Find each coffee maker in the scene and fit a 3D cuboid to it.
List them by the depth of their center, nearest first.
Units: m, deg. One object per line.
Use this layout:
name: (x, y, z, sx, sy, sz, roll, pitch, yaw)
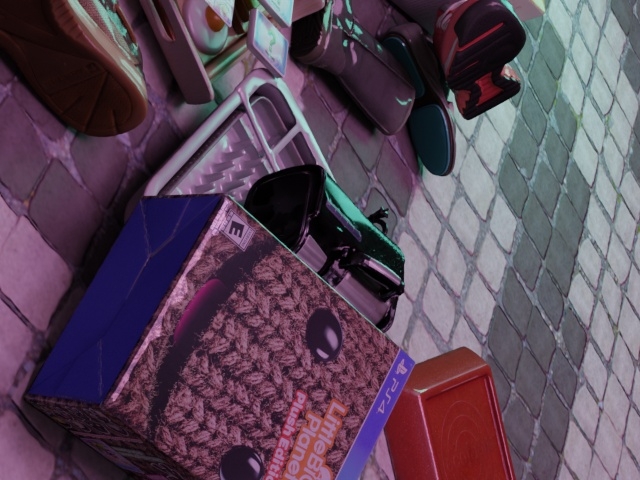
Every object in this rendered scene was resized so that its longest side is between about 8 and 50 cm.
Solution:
coffee maker: (0.000, 0.000, 1.677, 0.178, 0.120, 0.171, 46, 21, -40)

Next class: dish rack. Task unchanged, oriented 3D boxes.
dish rack: (-0.085, 0.000, 1.695, 0.286, 0.072, 0.333, 64, 35, -21)

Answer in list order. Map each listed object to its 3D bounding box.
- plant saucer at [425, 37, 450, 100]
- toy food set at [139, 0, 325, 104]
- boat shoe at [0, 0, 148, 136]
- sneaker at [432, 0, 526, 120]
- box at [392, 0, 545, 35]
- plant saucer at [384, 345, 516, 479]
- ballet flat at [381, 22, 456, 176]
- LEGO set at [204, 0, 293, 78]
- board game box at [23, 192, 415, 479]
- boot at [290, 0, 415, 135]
plant saucer: (0.151, -0.232, 2.184, 0.119, 0.021, 0.119, 25, 59, -51)
toy food set: (-0.105, -0.308, 1.754, 0.306, 0.092, 0.220, -47, 118, -52)
boat shoe: (-0.265, -0.251, 1.477, 0.342, 0.123, 0.123, 52, 31, -39)
sneaker: (0.188, -0.266, 2.077, 0.136, 0.116, 0.314, 60, -3, 16)
box: (0.151, -0.449, 2.124, 0.345, 0.168, 0.215, 31, 53, -48)
plant saucer: (0.178, 0.278, 2.022, 0.258, 0.047, 0.259, -12, 88, -58)
ballet flat: (0.148, -0.193, 2.113, 0.068, 0.072, 0.213, -32, 104, -44)
LEGO set: (-0.075, -0.312, 1.679, 0.244, 0.060, 0.183, 43, 46, -53)
board game box: (-0.088, 0.131, 1.488, 0.291, 0.141, 0.232, 42, 65, -32)
boot: (0.053, -0.258, 1.995, 0.208, 0.076, 0.190, 28, 70, -42)
